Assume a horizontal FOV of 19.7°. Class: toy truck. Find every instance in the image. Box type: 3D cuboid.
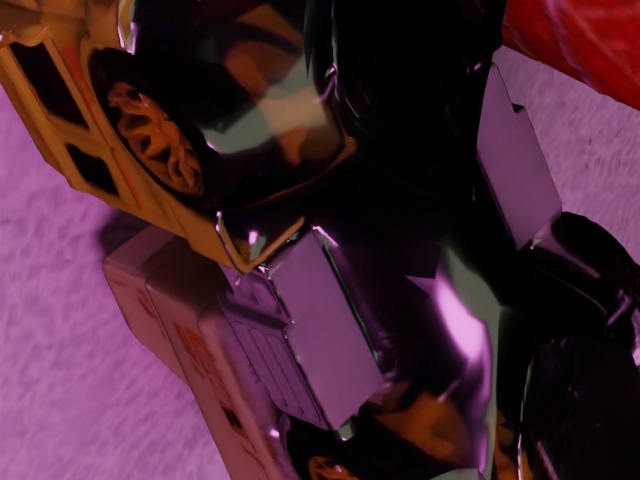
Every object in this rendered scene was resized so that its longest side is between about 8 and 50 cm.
[{"bbox_3d":[0.000,0.000,0.823,0.180,0.254,0.405,-44,128,-25],"label":"toy truck"}]

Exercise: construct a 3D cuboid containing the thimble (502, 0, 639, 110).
[{"bbox_3d":[0.238,-0.214,0.970,0.350,0.230,0.350,-31,137,-34],"label":"thimble"}]
